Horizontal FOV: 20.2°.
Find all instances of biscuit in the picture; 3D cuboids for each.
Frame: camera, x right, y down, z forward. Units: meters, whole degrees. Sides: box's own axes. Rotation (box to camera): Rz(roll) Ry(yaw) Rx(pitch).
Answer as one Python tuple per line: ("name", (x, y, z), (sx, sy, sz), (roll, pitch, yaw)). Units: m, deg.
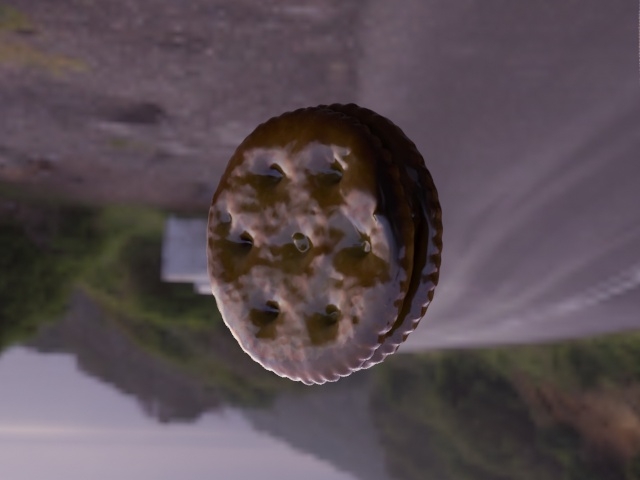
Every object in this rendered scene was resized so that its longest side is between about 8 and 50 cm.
("biscuit", (0.000, 0.000, 1.406), (0.220, 0.220, 0.066), (-5, 178, 43))

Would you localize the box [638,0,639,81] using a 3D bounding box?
("box", (0.436, -0.151, 1.703), (0.263, 0.404, 0.108), (-5, -159, 1))
